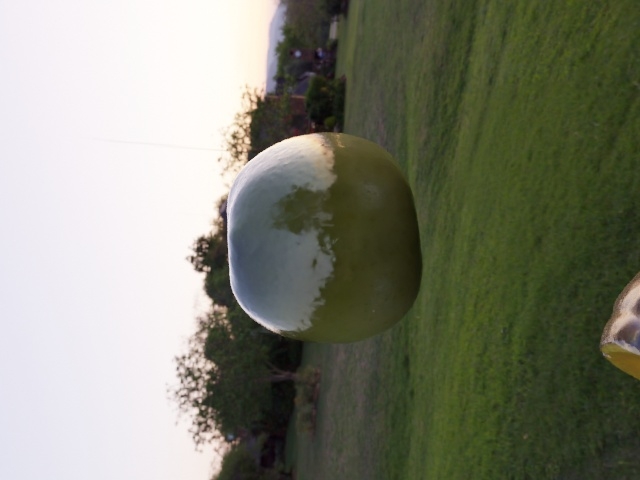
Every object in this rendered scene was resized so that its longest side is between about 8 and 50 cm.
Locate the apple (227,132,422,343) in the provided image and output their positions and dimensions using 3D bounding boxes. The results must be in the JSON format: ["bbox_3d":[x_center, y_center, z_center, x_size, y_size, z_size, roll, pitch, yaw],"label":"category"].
[{"bbox_3d":[0.003,0.015,0.711,0.233,0.258,0.295,-108,14,-60],"label":"apple"}]

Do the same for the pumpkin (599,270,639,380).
[{"bbox_3d":[0.394,0.103,0.387,0.222,0.317,0.139,28,-96,-56],"label":"pumpkin"}]
